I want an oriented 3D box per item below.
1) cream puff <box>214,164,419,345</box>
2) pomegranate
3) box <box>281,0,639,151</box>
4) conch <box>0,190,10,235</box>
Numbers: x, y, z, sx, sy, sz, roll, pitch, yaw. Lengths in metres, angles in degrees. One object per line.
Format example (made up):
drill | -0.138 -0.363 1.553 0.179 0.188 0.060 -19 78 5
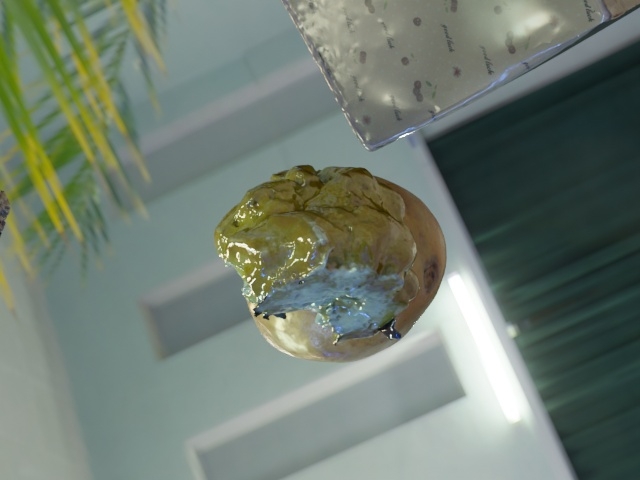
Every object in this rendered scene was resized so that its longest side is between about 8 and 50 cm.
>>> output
cream puff | 0.000 -0.001 1.072 0.156 0.121 0.156 34 -154 -19
pomegranate | 0.035 0.037 2.067 0.307 0.307 0.307 61 -170 -18
box | 0.144 -0.260 1.432 0.190 0.297 0.225 -32 -86 -53
conch | -0.428 -0.032 1.584 0.245 0.163 0.178 -58 -29 -78
